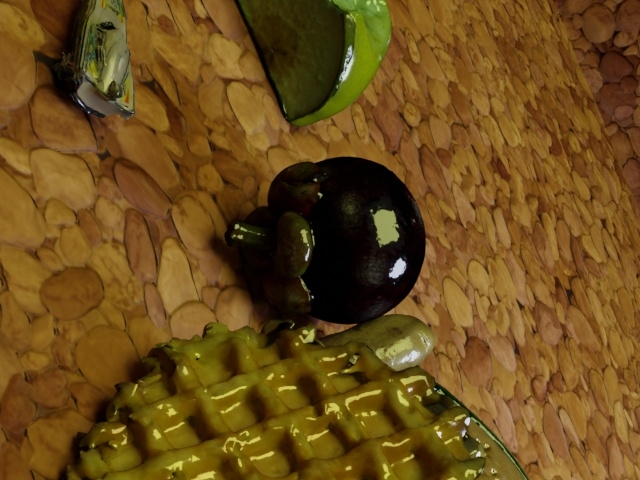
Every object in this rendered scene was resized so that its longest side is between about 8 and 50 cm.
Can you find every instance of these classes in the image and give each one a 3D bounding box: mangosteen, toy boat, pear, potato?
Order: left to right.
[{"bbox_3d":[-0.240,-0.222,1.273,0.084,0.066,0.210,37,39,-43],"label":"toy boat"},{"bbox_3d":[0.000,0.000,1.384,0.250,0.211,0.211,1,64,-30],"label":"mangosteen"},{"bbox_3d":[0.015,-0.316,1.673,0.292,0.159,0.292,42,34,-38],"label":"pear"},{"bbox_3d":[0.056,0.138,1.403,0.170,0.107,0.080,-21,108,-26],"label":"potato"}]

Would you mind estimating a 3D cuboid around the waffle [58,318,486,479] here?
[{"bbox_3d":[-0.034,0.224,1.063,0.379,0.095,0.382,20,37,7],"label":"waffle"}]

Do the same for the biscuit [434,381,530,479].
[{"bbox_3d":[0.163,0.296,1.457,0.344,0.057,0.287,43,27,-10],"label":"biscuit"}]
